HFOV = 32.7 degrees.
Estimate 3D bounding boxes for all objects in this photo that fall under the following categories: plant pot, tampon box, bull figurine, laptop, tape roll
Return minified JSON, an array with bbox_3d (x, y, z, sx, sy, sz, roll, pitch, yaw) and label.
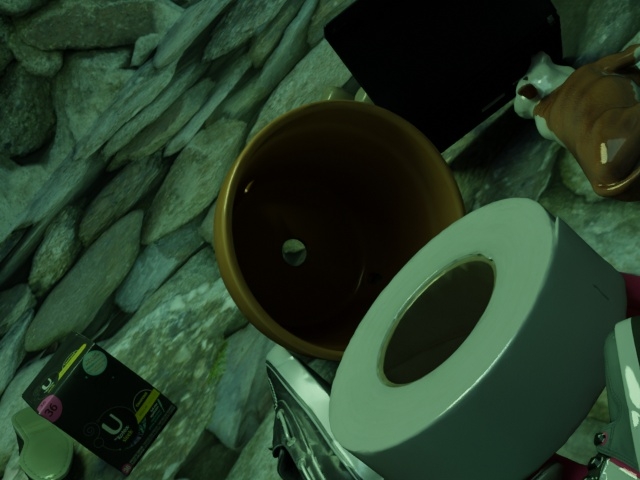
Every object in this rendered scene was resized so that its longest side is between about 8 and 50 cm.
[{"bbox_3d":[0.000,0.000,1.280,0.291,0.291,0.203,-57,12,-18],"label":"plant pot"},{"bbox_3d":[-0.308,0.224,1.520,0.120,0.161,0.101,-54,28,-12],"label":"tampon box"},{"bbox_3d":[0.320,-0.146,1.172,0.188,0.101,0.310,-37,28,15],"label":"bull figurine"},{"bbox_3d":[0.157,-0.234,1.315,0.234,0.137,0.264,-37,-15,7],"label":"laptop"},{"bbox_3d":[0.138,0.099,0.994,0.286,0.100,0.286,-44,18,18],"label":"tape roll"}]

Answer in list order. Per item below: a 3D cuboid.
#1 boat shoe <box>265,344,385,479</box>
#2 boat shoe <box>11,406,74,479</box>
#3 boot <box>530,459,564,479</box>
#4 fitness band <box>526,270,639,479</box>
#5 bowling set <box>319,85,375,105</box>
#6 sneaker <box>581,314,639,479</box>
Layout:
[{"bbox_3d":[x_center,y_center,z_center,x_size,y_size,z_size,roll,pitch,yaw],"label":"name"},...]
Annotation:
[{"bbox_3d":[-0.009,0.214,1.173,0.102,0.108,0.301,-46,34,0],"label":"boat shoe"},{"bbox_3d":[-0.414,0.326,1.646,0.081,0.069,0.227,-16,23,-18],"label":"boat shoe"},{"bbox_3d":[0.184,0.249,0.879,0.087,0.042,0.118,45,111,38],"label":"boot"},{"bbox_3d":[0.248,0.129,0.969,0.209,0.054,0.291,-55,27,-10],"label":"fitness band"},{"bbox_3d":[0.136,-0.200,1.478,0.287,0.154,0.200,-48,31,33],"label":"bowling set"},{"bbox_3d":[0.195,0.210,0.801,0.178,0.124,0.296,-18,55,28],"label":"sneaker"}]
